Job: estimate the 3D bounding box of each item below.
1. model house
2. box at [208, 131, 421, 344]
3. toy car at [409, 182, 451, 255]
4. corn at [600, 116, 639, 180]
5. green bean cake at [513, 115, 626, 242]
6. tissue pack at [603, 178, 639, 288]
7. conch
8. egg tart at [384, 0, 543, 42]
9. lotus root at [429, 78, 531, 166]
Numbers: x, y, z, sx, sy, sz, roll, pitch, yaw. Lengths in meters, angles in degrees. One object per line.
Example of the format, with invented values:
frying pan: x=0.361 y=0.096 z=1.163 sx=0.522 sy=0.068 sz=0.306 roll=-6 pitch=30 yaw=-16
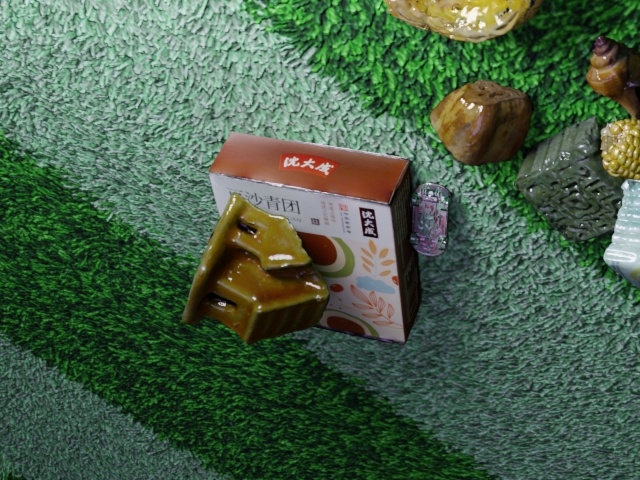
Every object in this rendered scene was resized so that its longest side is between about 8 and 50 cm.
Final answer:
model house: x=-0.097 y=0.067 z=2.123 sx=0.239 sy=0.173 sz=0.268 roll=26 pitch=144 yaw=2
box: x=0.000 y=0.000 z=2.233 sx=0.344 sy=0.122 sz=0.385 roll=11 pitch=139 yaw=19
toy car: x=0.197 y=-0.039 z=2.136 sx=0.069 sy=0.055 sz=0.142 roll=10 pitch=126 yaw=15
corn: x=0.558 y=-0.107 z=1.802 sx=0.291 sy=0.101 sz=0.101 roll=15 pitch=143 yaw=-9
green bean cake: x=0.425 y=-0.088 z=1.923 sx=0.181 sy=0.094 sz=0.173 roll=43 pitch=139 yaw=-19
tissue pack: x=0.635 y=0.031 z=1.705 sx=0.388 sy=0.162 sz=0.287 roll=11 pitch=173 yaw=33
conch: x=0.454 y=-0.234 z=1.763 sx=0.232 sy=0.080 sz=0.086 roll=23 pitch=163 yaw=-37
egg tart: x=0.194 y=-0.405 z=1.685 sx=0.290 sy=0.107 sz=0.291 roll=18 pitch=146 yaw=13
lotus root: x=0.255 y=-0.184 z=1.912 sx=0.159 sy=0.095 sz=0.135 roll=20 pitch=138 yaw=-2
